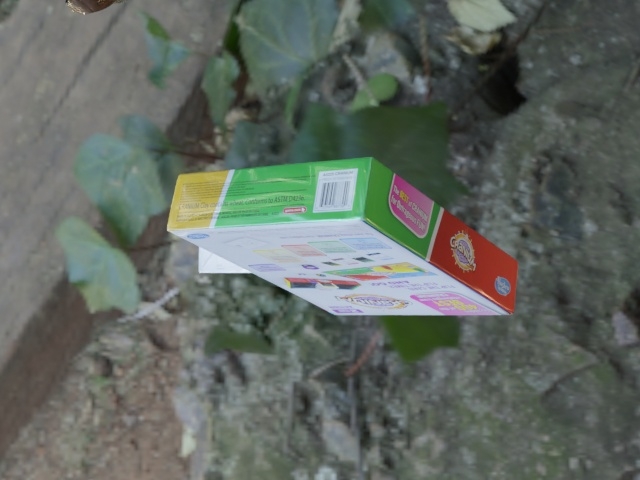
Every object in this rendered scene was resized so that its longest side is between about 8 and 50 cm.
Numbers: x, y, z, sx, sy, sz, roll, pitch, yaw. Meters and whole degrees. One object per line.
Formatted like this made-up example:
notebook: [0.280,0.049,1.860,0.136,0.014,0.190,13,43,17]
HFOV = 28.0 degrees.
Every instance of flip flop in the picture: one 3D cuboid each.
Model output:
flip flop: [-0.351,-0.387,1.990,0.112,0.277,0.080,-16,88,17]

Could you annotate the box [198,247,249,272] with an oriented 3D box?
box: [0.000,0.000,1.677,0.169,0.290,0.087,-1,88,42]

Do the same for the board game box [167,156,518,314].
board game box: [0.032,0.007,1.358,0.242,0.316,0.064,-2,70,34]
